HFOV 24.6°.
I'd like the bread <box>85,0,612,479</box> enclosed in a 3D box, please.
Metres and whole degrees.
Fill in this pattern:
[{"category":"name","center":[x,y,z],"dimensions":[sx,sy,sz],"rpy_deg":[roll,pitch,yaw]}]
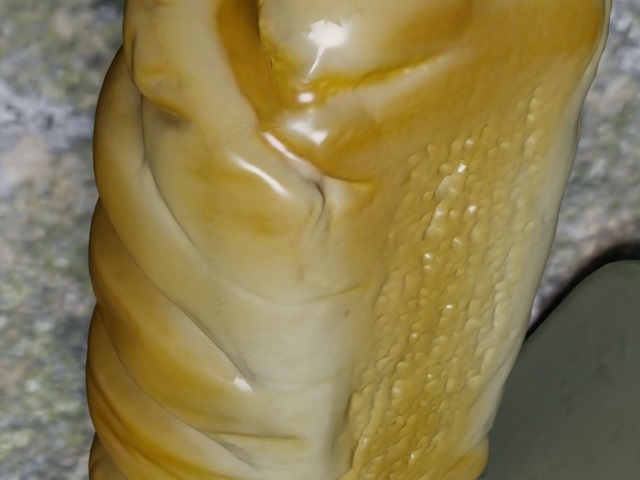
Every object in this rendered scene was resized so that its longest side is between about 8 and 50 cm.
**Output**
[{"category":"bread","center":[0.000,0.000,0.494],"dimensions":[0.172,0.121,0.311],"rpy_deg":[-25,141,-34]}]

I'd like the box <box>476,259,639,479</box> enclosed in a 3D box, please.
[{"category":"box","center":[0.169,0.231,0.673],"dimensions":[0.343,0.177,0.352],"rpy_deg":[27,113,-28]}]
